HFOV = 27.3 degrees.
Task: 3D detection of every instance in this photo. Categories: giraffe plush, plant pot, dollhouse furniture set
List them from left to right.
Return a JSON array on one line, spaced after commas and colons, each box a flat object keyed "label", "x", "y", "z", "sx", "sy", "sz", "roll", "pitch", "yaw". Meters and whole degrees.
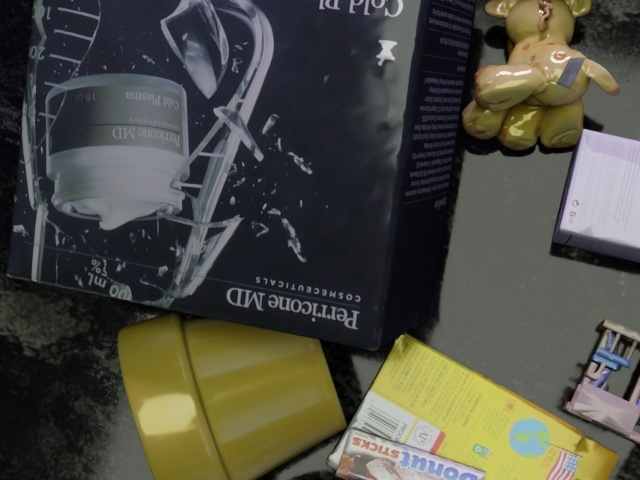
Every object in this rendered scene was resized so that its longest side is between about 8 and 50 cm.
[{"label": "plant pot", "x": -0.103, "y": 0.194, "z": 1.655, "sx": 0.239, "sy": 0.254, "sz": 0.254, "roll": -18, "pitch": 81, "yaw": -1}, {"label": "giraffe plush", "x": 0.279, "y": -0.240, "z": 1.712, "sx": 0.181, "sy": 0.210, "sz": 0.170, "roll": 12, "pitch": 57, "yaw": -22}, {"label": "dollhouse furniture set", "x": 0.389, "y": 0.178, "z": 1.625, "sx": 0.129, "sy": 0.184, "sz": 0.129, "roll": 24, "pitch": 86, "yaw": 9}]

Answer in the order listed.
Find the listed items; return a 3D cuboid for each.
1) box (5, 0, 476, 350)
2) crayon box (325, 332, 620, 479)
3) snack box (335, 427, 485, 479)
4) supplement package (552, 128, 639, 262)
[{"label": "box", "x": -0.086, "y": -0.158, "z": 1.598, "sx": 0.479, "sy": 0.297, "sz": 0.472, "roll": 10, "pitch": 100, "yaw": 17}, {"label": "crayon box", "x": 0.194, "y": 0.280, "z": 1.689, "sx": 0.318, "sy": 0.081, "sz": 0.202, "roll": 30, "pitch": 88, "yaw": 10}, {"label": "snack box", "x": 0.112, "y": 0.292, "z": 1.646, "sx": 0.178, "sy": 0.022, "sz": 0.064, "roll": 17, "pitch": 85, "yaw": 9}, {"label": "supplement package", "x": 0.432, "y": -0.040, "z": 1.671, "sx": 0.244, "sy": 0.139, "sz": 0.134, "roll": 14, "pitch": 85, "yaw": 6}]
